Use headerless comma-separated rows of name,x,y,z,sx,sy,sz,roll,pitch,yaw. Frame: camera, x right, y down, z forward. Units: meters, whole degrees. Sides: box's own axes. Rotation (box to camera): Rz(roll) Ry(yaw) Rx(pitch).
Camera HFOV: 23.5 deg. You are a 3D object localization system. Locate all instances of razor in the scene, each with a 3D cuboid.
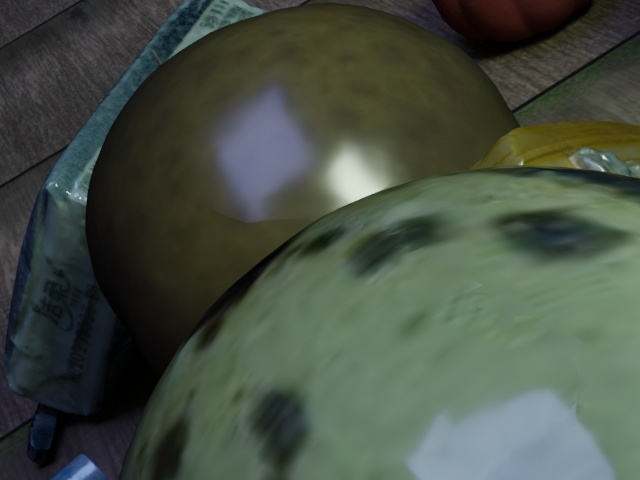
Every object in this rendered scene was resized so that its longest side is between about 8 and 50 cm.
razor,-0.220,0.117,1.273,0.033,0.066,0.190,15,30,-13

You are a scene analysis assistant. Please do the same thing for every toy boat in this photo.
toy boat,0.175,-0.006,0.860,0.089,0.115,0.310,-44,-20,24

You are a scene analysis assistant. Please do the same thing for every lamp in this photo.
lamp,0.181,-0.267,1.427,0.182,0.140,0.182,-23,32,16

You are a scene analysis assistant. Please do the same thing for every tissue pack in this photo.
tissue pack,-0.145,-0.039,1.262,0.103,0.228,0.315,22,42,4

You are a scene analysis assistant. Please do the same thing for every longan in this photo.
longan,0.000,0.000,0.974,0.319,0.319,0.319,-22,29,13

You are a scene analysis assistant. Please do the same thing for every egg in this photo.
egg,0.100,0.149,0.593,0.345,0.345,0.428,-38,30,-17

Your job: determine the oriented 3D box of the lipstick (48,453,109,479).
lipstick,-0.214,0.218,1.079,0.158,0.048,0.048,-40,30,-19
